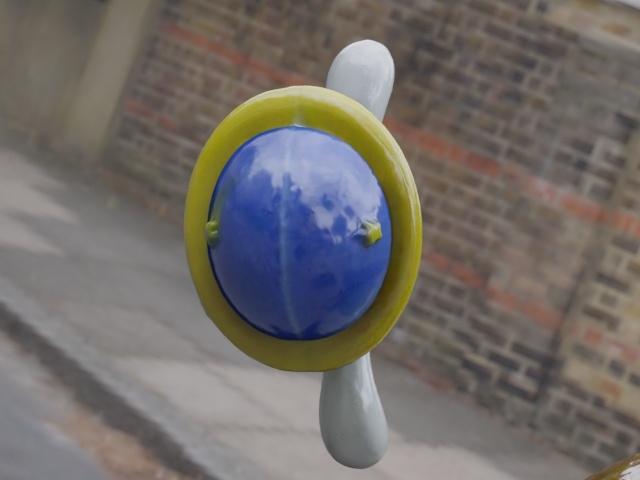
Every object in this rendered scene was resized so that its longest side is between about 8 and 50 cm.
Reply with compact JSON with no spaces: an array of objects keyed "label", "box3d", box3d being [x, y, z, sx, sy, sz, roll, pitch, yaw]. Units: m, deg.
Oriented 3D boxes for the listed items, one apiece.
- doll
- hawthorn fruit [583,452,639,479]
[{"label":"doll","box3d":[-0.011,0.028,1.297,0.160,0.311,0.242,-4,12,-1]},{"label":"hawthorn fruit","box3d":[0.303,0.254,1.274,0.267,0.301,0.268,63,-1,2]}]
